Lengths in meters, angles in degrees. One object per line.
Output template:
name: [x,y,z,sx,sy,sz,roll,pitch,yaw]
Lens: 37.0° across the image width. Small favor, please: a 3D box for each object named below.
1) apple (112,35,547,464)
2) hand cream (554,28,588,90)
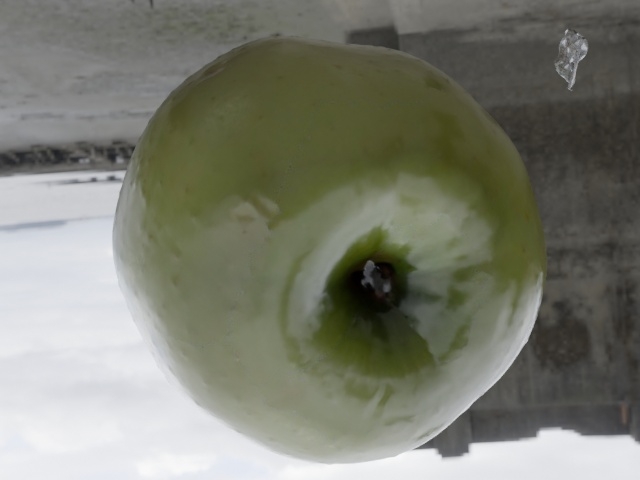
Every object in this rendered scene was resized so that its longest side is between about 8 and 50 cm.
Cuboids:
apple: [0.000,0.000,1.032,0.473,0.474,0.473,-5,-177,0]
hand cream: [0.422,-0.315,1.601,0.050,0.084,0.257,17,-158,10]
